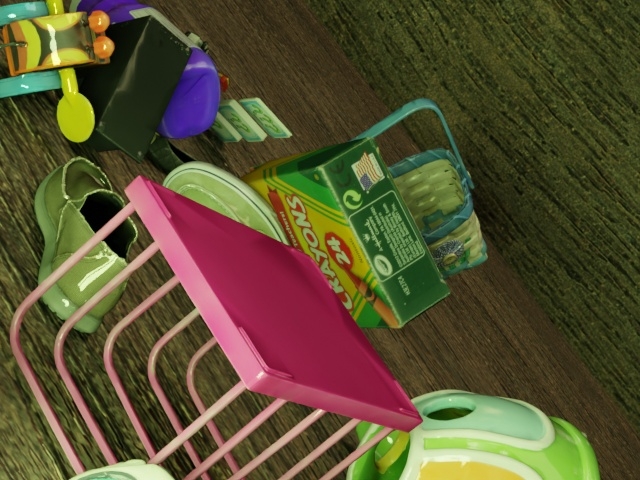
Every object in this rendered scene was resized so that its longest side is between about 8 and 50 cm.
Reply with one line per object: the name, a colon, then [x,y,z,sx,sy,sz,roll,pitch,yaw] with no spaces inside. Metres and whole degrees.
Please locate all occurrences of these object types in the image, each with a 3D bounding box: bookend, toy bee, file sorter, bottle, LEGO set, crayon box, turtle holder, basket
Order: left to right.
toy bee: [-0.273,-0.191,1.424,0.298,0.162,0.195,-69,149,-58]
bookend: [-0.248,-0.168,1.592,0.072,0.156,0.157,39,62,-37]
bottle: [-0.231,-0.239,1.757,0.092,0.118,0.283,-18,41,-29]
LEGO set: [-0.173,-0.211,1.905,0.244,0.060,0.182,47,-23,-27]
file sorter: [-0.089,0.111,1.162,0.202,0.182,0.291,56,14,27]
crayon box: [0.000,0.000,1.623,0.202,0.081,0.318,62,-25,-10]
basket: [0.118,-0.056,2.089,0.289,0.255,0.201,54,12,-32]
turtle holder: [0.151,0.250,1.431,0.227,0.243,0.320,26,31,-18]

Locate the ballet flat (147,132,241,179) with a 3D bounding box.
ballet flat: [-0.166,-0.101,1.749,0.173,0.049,0.057,35,20,-31]

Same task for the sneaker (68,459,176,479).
sneaker: [-0.099,0.278,0.931,0.275,0.107,0.110,48,33,15]

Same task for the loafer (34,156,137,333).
loafer: [-0.209,-0.010,1.302,0.094,0.087,0.251,41,16,-31]

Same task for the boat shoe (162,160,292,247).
boat shoe: [-0.074,0.040,1.558,0.302,0.109,0.094,52,16,-3]
